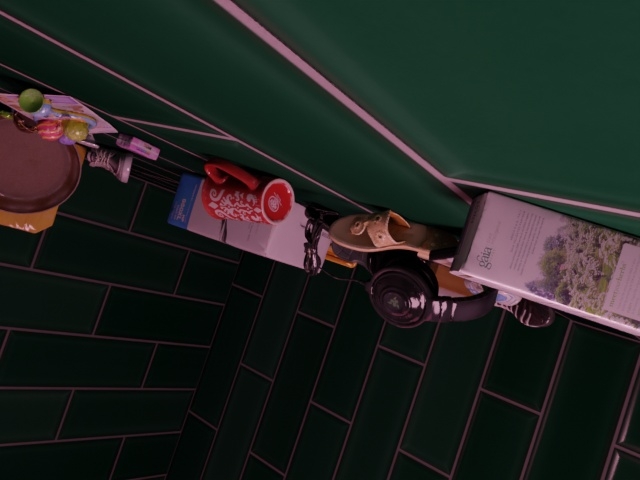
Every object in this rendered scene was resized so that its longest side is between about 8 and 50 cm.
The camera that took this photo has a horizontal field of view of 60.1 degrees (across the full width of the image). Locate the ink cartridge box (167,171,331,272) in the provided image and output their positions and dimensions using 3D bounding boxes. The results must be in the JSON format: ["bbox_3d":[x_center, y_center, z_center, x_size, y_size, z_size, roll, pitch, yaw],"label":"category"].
[{"bbox_3d":[-0.199,-0.052,1.617,0.395,0.166,0.285,17,177,34],"label":"ink cartridge box"}]

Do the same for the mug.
[{"bbox_3d":[-0.155,-0.090,1.102,0.169,0.113,0.150,13,176,40],"label":"mug"}]

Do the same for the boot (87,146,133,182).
[{"bbox_3d":[-0.649,-0.238,1.690,0.123,0.095,0.258,12,-178,-26],"label":"boot"}]

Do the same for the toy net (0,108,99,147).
[{"bbox_3d":[-0.659,-0.285,1.360,0.232,0.045,0.122,17,176,-4],"label":"toy net"}]

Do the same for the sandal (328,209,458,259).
[{"bbox_3d":[0.134,-0.026,1.008,0.240,0.088,0.079,11,145,9],"label":"sandal"}]

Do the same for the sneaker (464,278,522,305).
[{"bbox_3d":[0.465,0.115,1.525,0.086,0.085,0.237,47,174,-15],"label":"sneaker"}]

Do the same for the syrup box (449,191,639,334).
[{"bbox_3d":[0.274,0.029,0.615,0.237,0.093,0.096,18,178,8],"label":"syrup box"}]

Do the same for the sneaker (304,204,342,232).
[{"bbox_3d":[0.024,-0.047,1.370,0.170,0.051,0.089,24,179,-37],"label":"sneaker"}]

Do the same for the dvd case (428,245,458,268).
[{"bbox_3d":[0.339,0.051,0.956,0.253,0.022,0.180,19,162,-30],"label":"dvd case"}]

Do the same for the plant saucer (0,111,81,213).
[{"bbox_3d":[-0.846,-0.220,1.566,0.310,0.310,0.050,20,-159,-33],"label":"plant saucer"}]

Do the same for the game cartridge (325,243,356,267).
[{"bbox_3d":[0.000,0.000,1.928,0.285,0.053,0.324,19,-171,3],"label":"game cartridge"}]

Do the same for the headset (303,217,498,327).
[{"bbox_3d":[0.162,0.046,1.112,0.394,0.185,0.243,3,-153,2],"label":"headset"}]

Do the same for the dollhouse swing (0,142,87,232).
[{"bbox_3d":[-0.970,-0.223,1.732,0.347,0.305,0.315,19,-177,-34],"label":"dollhouse swing"}]

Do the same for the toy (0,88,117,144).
[{"bbox_3d":[-0.489,-0.216,1.039,0.137,0.056,0.237,2,173,-1],"label":"toy"}]

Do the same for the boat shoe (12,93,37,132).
[{"bbox_3d":[-0.598,-0.257,1.150,0.073,0.073,0.207,21,176,-28],"label":"boat shoe"}]

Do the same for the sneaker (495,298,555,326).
[{"bbox_3d":[0.643,0.190,1.680,0.162,0.106,0.281,13,-170,-24],"label":"sneaker"}]

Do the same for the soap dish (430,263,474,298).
[{"bbox_3d":[0.370,0.123,1.823,0.229,0.118,0.291,20,177,-28],"label":"soap dish"}]

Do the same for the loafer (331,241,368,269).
[{"bbox_3d":[0.155,0.043,1.560,0.267,0.096,0.084,27,-157,34],"label":"loafer"}]

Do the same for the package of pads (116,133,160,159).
[{"bbox_3d":[-0.405,-0.208,1.229,0.050,0.032,0.083,21,179,31],"label":"package of pads"}]
